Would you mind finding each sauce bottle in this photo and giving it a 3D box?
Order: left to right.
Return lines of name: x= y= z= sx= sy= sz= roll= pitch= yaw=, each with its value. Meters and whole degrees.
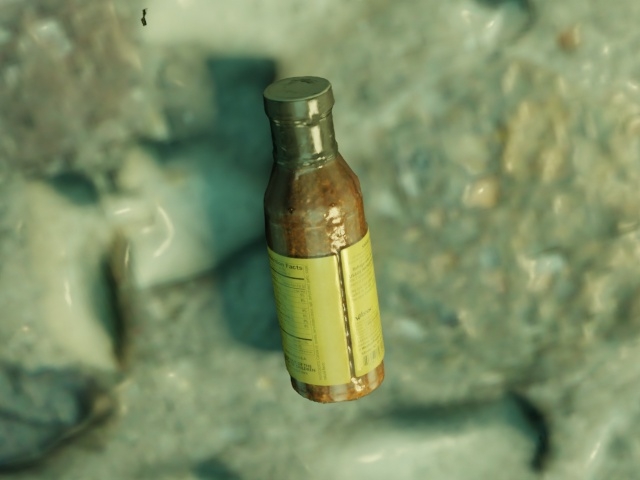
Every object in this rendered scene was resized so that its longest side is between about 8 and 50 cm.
sauce bottle: x=0.000 y=0.000 z=0.629 sx=0.042 sy=0.042 sz=0.128 roll=-6 pitch=115 yaw=-1
